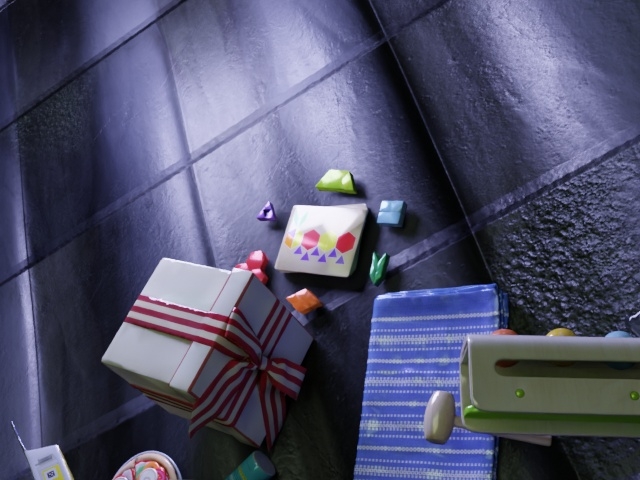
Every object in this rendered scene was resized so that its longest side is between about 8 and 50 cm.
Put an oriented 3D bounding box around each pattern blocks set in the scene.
[{"bbox_3d":[0.000,0.000,1.594,0.324,0.026,0.286,14,75,37],"label":"pattern blocks set"}]

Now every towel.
[{"bbox_3d":[0.173,0.234,1.356,0.243,0.040,0.336,-6,64,31],"label":"towel"}]

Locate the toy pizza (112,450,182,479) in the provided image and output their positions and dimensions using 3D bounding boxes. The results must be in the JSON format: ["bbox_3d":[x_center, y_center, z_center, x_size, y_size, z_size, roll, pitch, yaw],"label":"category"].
[{"bbox_3d":[-0.332,0.483,1.552,0.201,0.032,0.201,-17,58,29],"label":"toy pizza"}]

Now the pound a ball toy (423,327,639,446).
[{"bbox_3d":[0.308,0.201,1.188,0.319,0.208,0.136,1,64,4],"label":"pound a ball toy"}]

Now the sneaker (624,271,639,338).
[{"bbox_3d":[0.506,0.048,1.209,0.106,0.078,0.234,25,83,36],"label":"sneaker"}]

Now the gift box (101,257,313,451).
[{"bbox_3d":[-0.181,0.212,1.464,0.258,0.255,0.276,7,65,37],"label":"gift box"}]

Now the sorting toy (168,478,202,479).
[{"bbox_3d":[-0.208,0.503,1.351,0.255,0.089,0.257,-10,55,37],"label":"sorting toy"}]

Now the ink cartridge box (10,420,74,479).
[{"bbox_3d":[-0.421,0.493,1.453,0.072,0.304,0.307,-20,47,-19],"label":"ink cartridge box"}]

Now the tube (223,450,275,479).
[{"bbox_3d":[-0.165,0.448,1.463,0.207,0.052,0.080,-46,34,11],"label":"tube"}]
